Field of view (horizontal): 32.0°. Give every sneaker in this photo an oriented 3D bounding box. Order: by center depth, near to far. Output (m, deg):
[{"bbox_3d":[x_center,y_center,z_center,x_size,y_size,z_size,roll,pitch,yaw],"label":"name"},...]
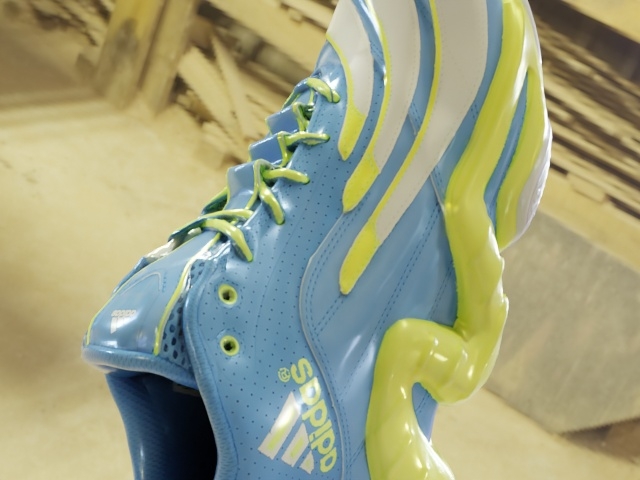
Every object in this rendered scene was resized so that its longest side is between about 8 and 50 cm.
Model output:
[{"bbox_3d":[0.000,0.000,0.346,0.091,0.240,0.126,0,-9,44],"label":"sneaker"}]
